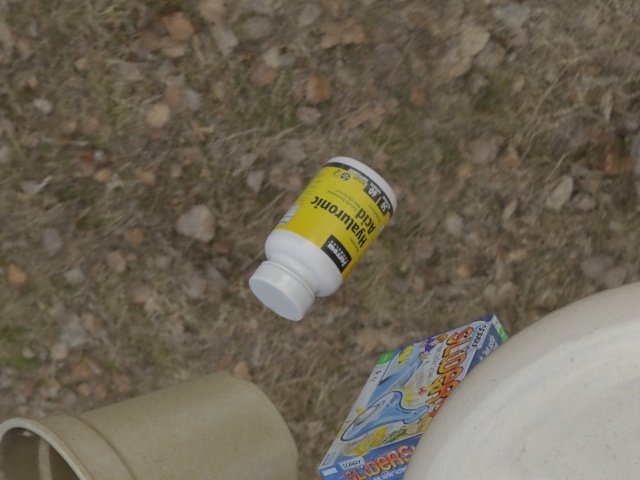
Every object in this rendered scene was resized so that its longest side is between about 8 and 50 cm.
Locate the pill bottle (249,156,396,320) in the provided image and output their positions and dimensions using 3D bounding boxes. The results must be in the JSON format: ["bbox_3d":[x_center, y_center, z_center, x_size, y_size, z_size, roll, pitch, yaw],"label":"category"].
[{"bbox_3d":[0.000,0.000,0.873,0.065,0.116,0.065,31,157,15],"label":"pill bottle"}]

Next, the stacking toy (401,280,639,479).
[{"bbox_3d":[0.269,0.155,0.746,0.351,0.480,0.350,4,101,22],"label":"stacking toy"}]

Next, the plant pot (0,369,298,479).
[{"bbox_3d":[-0.205,0.323,1.546,0.334,0.305,0.333,27,128,40],"label":"plant pot"}]

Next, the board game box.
[{"bbox_3d":[0.092,0.150,1.111,0.136,0.201,0.035,-24,105,29],"label":"board game box"}]
